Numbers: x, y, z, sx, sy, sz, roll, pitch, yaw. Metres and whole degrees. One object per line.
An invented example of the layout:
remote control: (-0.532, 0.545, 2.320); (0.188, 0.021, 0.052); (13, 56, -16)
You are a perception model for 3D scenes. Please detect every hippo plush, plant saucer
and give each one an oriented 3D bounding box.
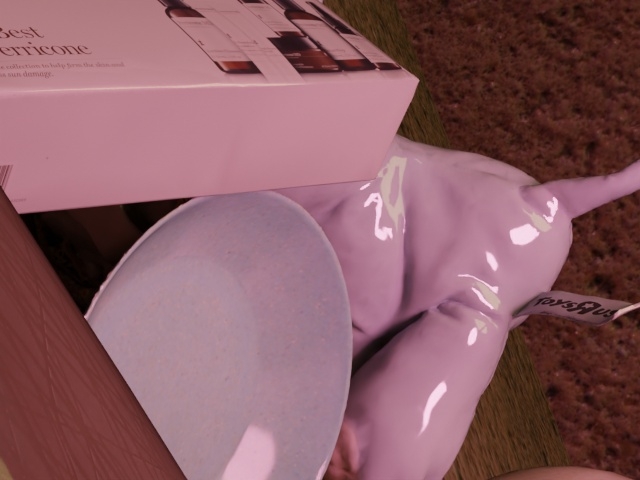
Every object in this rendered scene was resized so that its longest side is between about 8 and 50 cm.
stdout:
hippo plush: (0.000, 0.000, 0.905); (0.236, 0.294, 0.234); (38, 61, -21)
plant saucer: (-0.058, 0.069, 0.713); (0.195, 0.037, 0.195); (-22, 118, -48)

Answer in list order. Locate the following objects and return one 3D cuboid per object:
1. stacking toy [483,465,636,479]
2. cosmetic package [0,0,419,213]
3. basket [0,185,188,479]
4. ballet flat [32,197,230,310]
stacking toy: (0.065, 0.336, 0.482); (0.350, 0.350, 0.480); (49, 39, -56)
cosmetic package: (-0.076, -0.067, 0.664); (0.239, 0.060, 0.099); (-8, 39, -47)
basket: (-0.145, 0.005, 0.361); (0.227, 0.154, 0.204); (62, 7, -5)
ballet flat: (-0.124, -0.112, 0.795); (0.123, 0.123, 0.349); (29, 39, -72)
